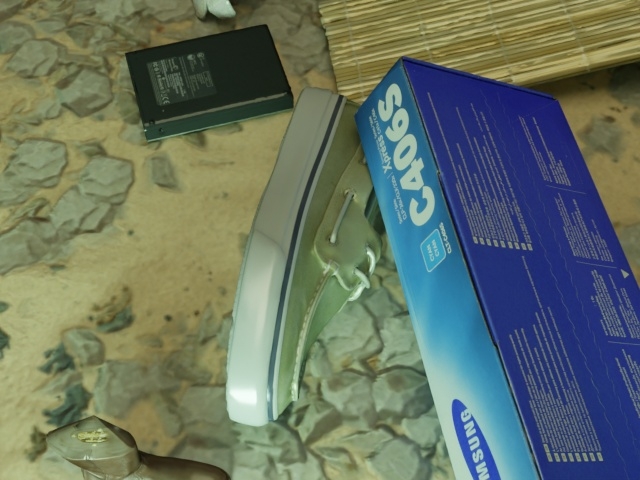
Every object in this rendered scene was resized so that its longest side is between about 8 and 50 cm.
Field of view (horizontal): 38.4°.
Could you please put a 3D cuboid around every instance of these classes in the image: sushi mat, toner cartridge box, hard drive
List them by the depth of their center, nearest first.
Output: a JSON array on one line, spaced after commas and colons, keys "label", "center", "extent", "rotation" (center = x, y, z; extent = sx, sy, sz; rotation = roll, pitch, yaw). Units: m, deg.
[{"label": "toner cartridge box", "center": [0.144, 0.035, 0.656], "extent": [0.165, 0.075, 0.348], "rotation": [7, 54, -30]}, {"label": "hard drive", "center": [-0.100, -0.145, 0.829], "extent": [0.135, 0.022, 0.094], "rotation": [-14, 60, -9]}, {"label": "sushi mat", "center": [0.161, -0.199, 0.841], "extent": [0.316, 0.019, 0.152], "rotation": [-13, 59, 2]}]

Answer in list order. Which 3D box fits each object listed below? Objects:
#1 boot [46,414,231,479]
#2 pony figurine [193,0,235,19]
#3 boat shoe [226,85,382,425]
[{"label": "boot", "center": [-0.115, 0.145, 0.600], "extent": [0.106, 0.114, 0.037], "rotation": [1, 59, 0]}, {"label": "pony figurine", "center": [-0.006, -0.409, 0.854], "extent": [0.363, 0.303, 0.351], "rotation": [2, 70, -28]}, {"label": "boat shoe", "center": [0.000, 0.000, 0.697], "extent": [0.094, 0.109, 0.302], "rotation": [11, 57, 4]}]
